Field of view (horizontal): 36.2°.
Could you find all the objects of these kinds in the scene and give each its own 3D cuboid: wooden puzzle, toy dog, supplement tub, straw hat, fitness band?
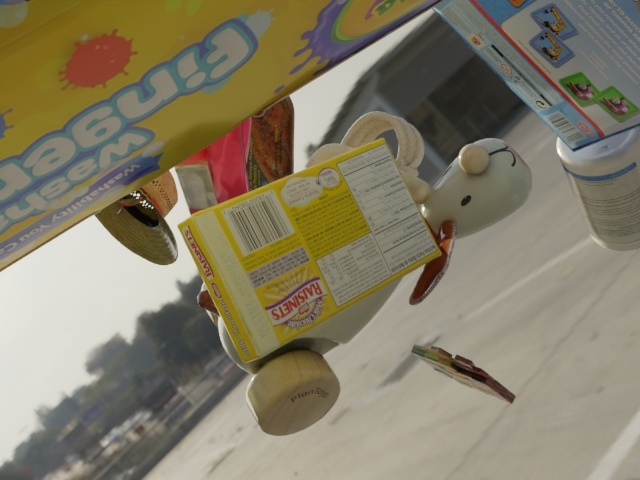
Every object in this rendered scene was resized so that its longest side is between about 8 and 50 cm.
[{"bbox_3d":[0.085,0.079,0.584,0.049,0.083,0.006,17,75,42],"label":"wooden puzzle"},{"bbox_3d":[0.017,0.009,0.856,0.334,0.220,0.161,-55,-32,-6],"label":"toy dog"},{"bbox_3d":[0.235,-0.049,0.782,0.071,0.107,0.071,-17,44,17],"label":"supplement tub"},{"bbox_3d":[-0.176,-0.048,0.969,0.061,0.144,0.144,-49,2,-29],"label":"straw hat"},{"bbox_3d":[-0.083,-0.123,0.828,0.291,0.054,0.209,93,177,-71],"label":"fitness band"}]

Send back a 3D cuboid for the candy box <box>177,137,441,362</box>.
[{"bbox_3d":[0.000,0.000,0.711,0.206,0.105,0.027,-25,1,-43],"label":"candy box"}]

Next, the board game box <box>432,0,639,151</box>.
[{"bbox_3d":[0.174,-0.143,0.617,0.039,0.160,0.211,-50,10,-18],"label":"board game box"}]

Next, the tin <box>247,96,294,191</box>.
[{"bbox_3d":[-0.090,-0.137,1.387,0.040,0.106,0.190,-81,-6,-67],"label":"tin"}]

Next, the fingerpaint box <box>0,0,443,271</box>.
[{"bbox_3d":[-0.169,-0.202,0.456,0.445,0.371,0.163,-32,-17,-8],"label":"fingerpaint box"}]
